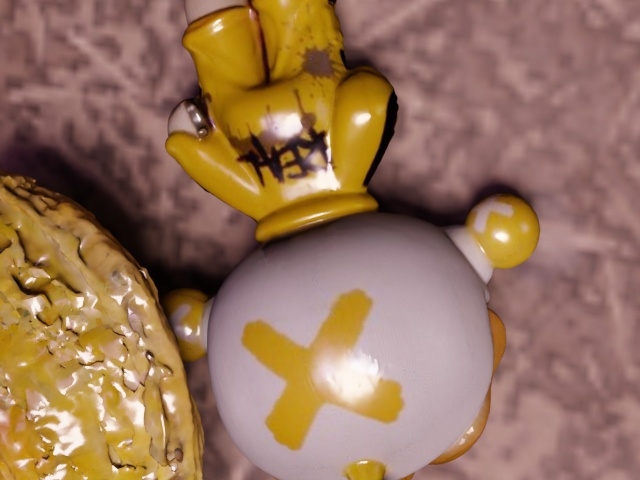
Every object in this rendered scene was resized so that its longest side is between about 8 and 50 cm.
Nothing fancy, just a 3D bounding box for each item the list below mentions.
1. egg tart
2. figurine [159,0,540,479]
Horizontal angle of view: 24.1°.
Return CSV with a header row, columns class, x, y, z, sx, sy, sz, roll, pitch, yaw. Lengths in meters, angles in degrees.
class,x,y,z,sx,sy,sz,roll,pitch,yaw
egg tart,-0.080,0.044,0.405,0.130,0.052,0.130,27,129,38
figurine,0.004,-0.003,0.387,0.101,0.068,0.143,8,88,15
